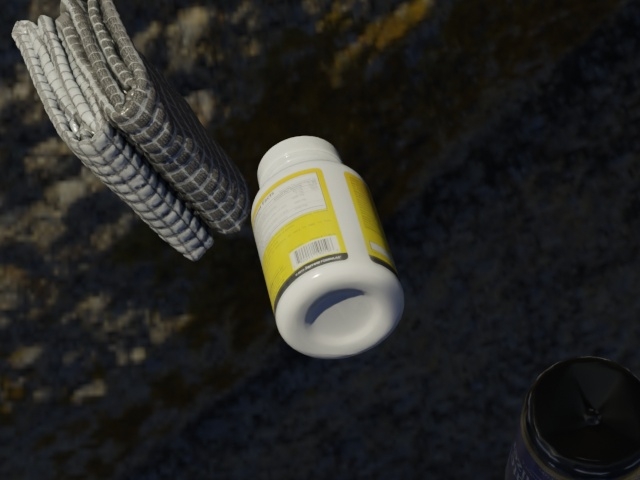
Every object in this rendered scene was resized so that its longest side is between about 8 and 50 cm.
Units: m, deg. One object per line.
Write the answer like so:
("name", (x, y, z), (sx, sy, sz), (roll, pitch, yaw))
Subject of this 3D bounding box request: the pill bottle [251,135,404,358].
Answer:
("pill bottle", (0.000, 0.000, 1.268), (0.103, 0.184, 0.103), (-7, 133, -8))

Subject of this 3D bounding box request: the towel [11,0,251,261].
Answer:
("towel", (-0.206, -0.141, 1.770), (0.121, 0.283, 0.235), (-38, 134, 6))

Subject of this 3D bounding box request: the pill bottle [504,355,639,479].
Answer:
("pill bottle", (0.237, 0.209, 1.455), (0.123, 0.122, 0.219), (-6, 148, -5))
